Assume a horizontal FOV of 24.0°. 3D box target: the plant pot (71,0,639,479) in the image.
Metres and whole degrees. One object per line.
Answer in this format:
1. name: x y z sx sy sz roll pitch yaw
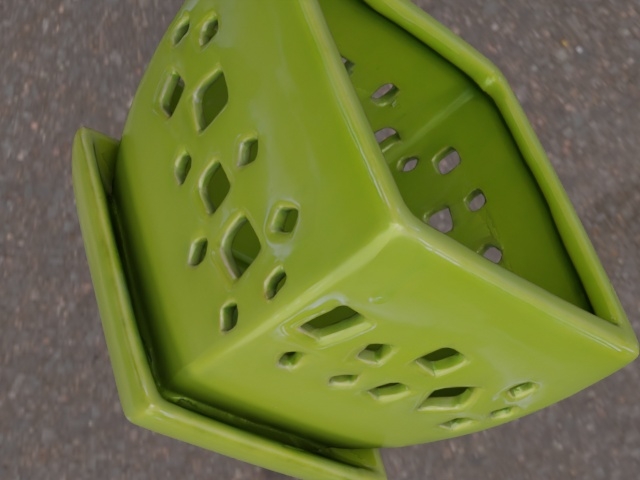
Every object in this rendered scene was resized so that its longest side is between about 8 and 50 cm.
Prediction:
1. plant pot: 0.000 0.000 0.819 0.207 0.228 0.227 -38 141 24
